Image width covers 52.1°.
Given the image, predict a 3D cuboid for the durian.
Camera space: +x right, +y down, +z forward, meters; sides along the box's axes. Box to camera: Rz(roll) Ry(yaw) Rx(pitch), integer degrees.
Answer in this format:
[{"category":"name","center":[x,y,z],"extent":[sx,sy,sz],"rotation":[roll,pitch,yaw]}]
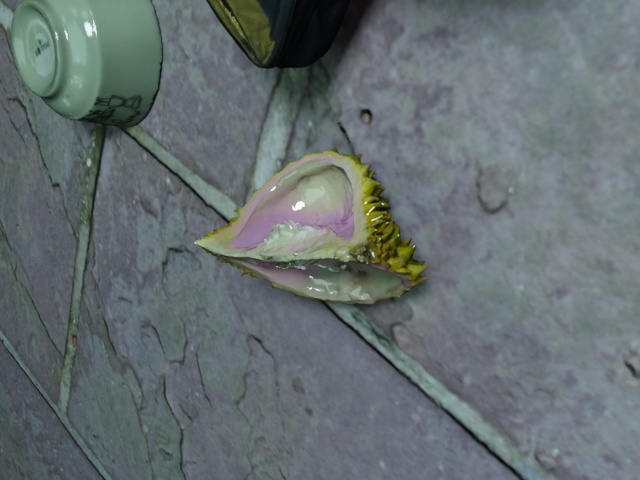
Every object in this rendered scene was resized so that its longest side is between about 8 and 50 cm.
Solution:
[{"category":"durian","center":[-0.001,0.002,0.595],"extent":[0.182,0.132,0.165],"rotation":[-39,84,39]}]

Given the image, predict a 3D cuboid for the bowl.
[{"category":"bowl","center":[-0.301,-0.237,0.808],"extent":[0.211,0.112,0.211],"rotation":[17,116,37]}]

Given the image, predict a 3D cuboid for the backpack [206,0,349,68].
[{"category":"backpack","center":[-0.048,-0.281,0.555],"extent":[0.258,0.133,0.206],"rotation":[54,141,24]}]
